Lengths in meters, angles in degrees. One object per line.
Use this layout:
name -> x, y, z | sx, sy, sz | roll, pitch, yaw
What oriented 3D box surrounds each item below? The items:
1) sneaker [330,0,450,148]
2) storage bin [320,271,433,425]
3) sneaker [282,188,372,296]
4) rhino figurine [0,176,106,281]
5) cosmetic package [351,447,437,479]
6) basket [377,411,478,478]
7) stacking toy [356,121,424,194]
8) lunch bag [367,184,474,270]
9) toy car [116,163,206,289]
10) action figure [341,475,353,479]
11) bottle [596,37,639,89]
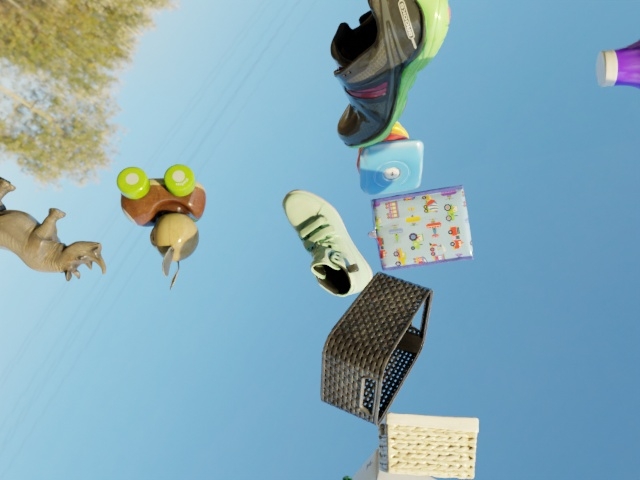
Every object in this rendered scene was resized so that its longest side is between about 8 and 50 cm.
sneaker -> 0.111, -0.385, 1.260 | 0.482, 0.202, 0.185 | 116, -17, -59
storage bin -> 0.078, 0.140, 0.778 | 0.084, 0.122, 0.180 | 17, -143, 22
sneaker -> 0.001, 0.000, 1.140 | 0.094, 0.256, 0.151 | -42, 173, 17
rhino figurine -> -0.461, -0.006, 0.949 | 0.106, 0.243, 0.073 | -60, -176, -6
cosmetic package -> 0.271, 0.683, 1.261 | 0.161, 0.453, 0.230 | -57, -174, 21
basket -> 0.189, 0.367, 1.033 | 0.113, 0.167, 0.103 | 101, -7, -71
stacking toy -> 0.165, -0.280, 1.543 | 0.166, 0.175, 0.301 | -7, -129, 0
lunch bag -> 0.287, -0.034, 1.728 | 0.294, 0.220, 0.138 | -9, -177, 2
toy car -> -0.272, -0.014, 1.002 | 0.155, 0.149, 0.188 | 102, -18, -70
action figure -> 0.051, 0.525, 1.013 | 0.137, 0.063, 0.232 | -10, -141, 10
bottle -> 0.654, -0.327, 1.035 | 0.283, 0.092, 0.118 | -5, -166, 11
